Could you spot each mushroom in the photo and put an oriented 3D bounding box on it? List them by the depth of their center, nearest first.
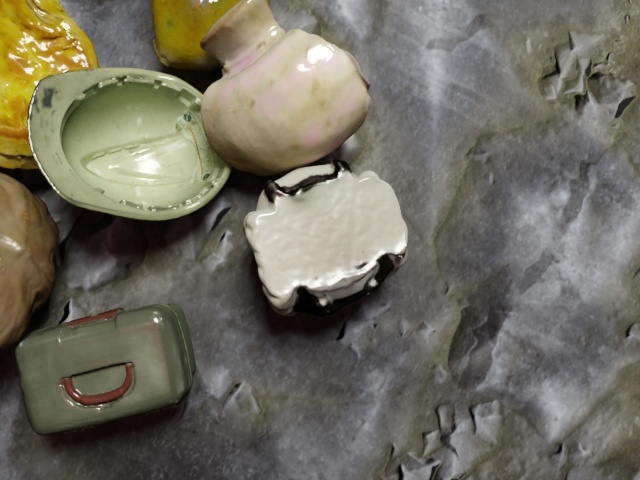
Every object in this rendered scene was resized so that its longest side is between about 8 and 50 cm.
[{"bbox_3d":[-0.053,-0.172,0.597,0.173,0.162,0.236,-51,123,-13],"label":"mushroom"}]

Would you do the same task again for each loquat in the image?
[{"bbox_3d":[-0.160,-0.325,0.661,0.152,0.152,0.195,40,95,-3],"label":"loquat"}]

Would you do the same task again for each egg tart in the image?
[{"bbox_3d":[-0.439,-0.231,0.612,0.116,0.295,0.294,-10,89,34],"label":"egg tart"}]

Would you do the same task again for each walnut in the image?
[{"bbox_3d":[-0.466,0.035,0.577,0.273,0.273,0.227,-15,118,-5],"label":"walnut"}]

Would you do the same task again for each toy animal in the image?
[{"bbox_3d":[0.000,0.000,0.658,0.208,0.156,0.204,-21,88,-13],"label":"toy animal"}]

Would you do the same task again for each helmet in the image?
[{"bbox_3d":[-0.263,-0.116,0.634,0.258,0.137,0.204,-8,86,-42],"label":"helmet"}]

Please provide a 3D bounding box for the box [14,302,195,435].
[{"bbox_3d":[-0.283,0.168,0.639,0.210,0.129,0.148,-12,90,-5],"label":"box"}]
